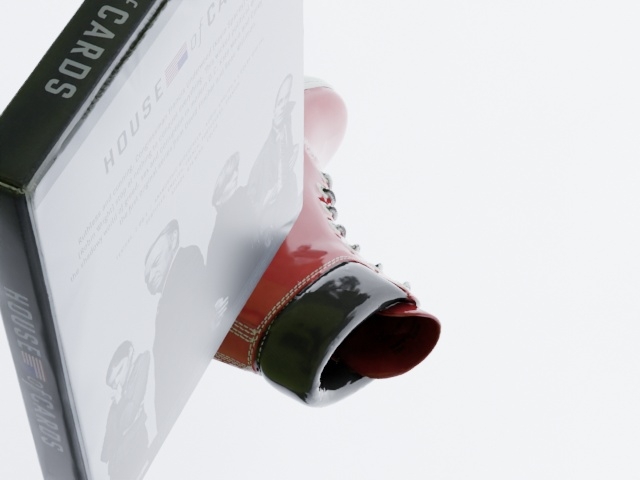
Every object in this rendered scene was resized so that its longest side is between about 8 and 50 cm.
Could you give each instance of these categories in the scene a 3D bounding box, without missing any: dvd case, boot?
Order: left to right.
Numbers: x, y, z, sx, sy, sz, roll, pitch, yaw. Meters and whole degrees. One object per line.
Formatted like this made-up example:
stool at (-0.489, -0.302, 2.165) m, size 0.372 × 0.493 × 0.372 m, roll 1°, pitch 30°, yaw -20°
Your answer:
dvd case at (-0.056, -0.018, 0.722) m, size 0.029 × 0.239 × 0.179 m, roll 22°, pitch -121°, yaw 15°
boot at (0.000, 0.000, 1.025) m, size 0.176 × 0.244 × 0.088 m, roll 19°, pitch -56°, yaw 18°
